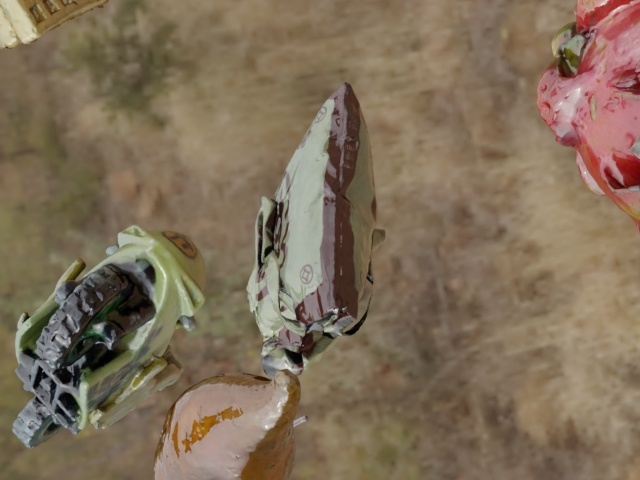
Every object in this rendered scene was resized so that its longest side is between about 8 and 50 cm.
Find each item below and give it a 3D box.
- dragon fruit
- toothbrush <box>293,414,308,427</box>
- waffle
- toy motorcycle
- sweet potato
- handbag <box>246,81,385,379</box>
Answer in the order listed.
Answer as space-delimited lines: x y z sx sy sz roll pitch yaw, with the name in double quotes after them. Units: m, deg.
0.288 -0.103 1.204 0.307 0.227 0.243 152 129 -73 "dragon fruit"
-0.046 0.178 1.477 0.097 0.008 0.006 -32 54 35 "toothbrush"
-0.223 -0.211 1.264 0.042 0.148 0.102 -26 100 28 "waffle"
-0.256 0.114 1.911 0.169 0.237 0.410 47 151 9 "toy motorcycle"
-0.077 0.169 1.296 0.112 0.112 0.359 69 155 19 "sweet potato"
0.000 0.000 1.567 0.213 0.127 0.235 123 153 -61 "handbag"
